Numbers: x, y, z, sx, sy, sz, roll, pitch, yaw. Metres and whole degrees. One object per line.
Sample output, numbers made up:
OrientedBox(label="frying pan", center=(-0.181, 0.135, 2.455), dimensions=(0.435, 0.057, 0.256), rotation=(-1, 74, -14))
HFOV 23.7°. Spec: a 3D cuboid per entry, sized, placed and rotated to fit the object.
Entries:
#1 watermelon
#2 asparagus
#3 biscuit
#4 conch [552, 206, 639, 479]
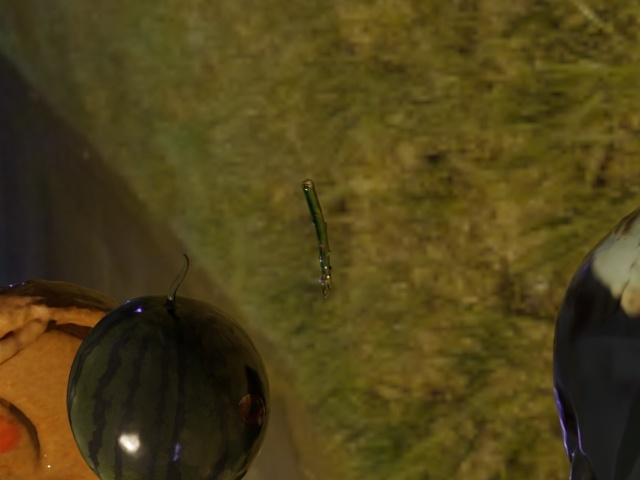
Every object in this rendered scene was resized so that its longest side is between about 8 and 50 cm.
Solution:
OrientedBox(label="watermelon", center=(-0.076, 0.070, 0.775), dimensions=(0.105, 0.105, 0.133), rotation=(-125, 37, -70))
OrientedBox(label="asparagus", center=(0.000, 0.000, 1.340), dimensions=(0.163, 0.016, 0.016), rotation=(79, -172, -54))
OrientedBox(label="biscuit", center=(-0.286, 0.206, 1.371), dimensions=(0.078, 0.455, 0.350), rotation=(61, 179, 42))
OrientedBox(label="conch", center=(0.246, 0.086, 0.906), dimensions=(0.249, 0.197, 0.368), rotation=(-149, 62, -80))
